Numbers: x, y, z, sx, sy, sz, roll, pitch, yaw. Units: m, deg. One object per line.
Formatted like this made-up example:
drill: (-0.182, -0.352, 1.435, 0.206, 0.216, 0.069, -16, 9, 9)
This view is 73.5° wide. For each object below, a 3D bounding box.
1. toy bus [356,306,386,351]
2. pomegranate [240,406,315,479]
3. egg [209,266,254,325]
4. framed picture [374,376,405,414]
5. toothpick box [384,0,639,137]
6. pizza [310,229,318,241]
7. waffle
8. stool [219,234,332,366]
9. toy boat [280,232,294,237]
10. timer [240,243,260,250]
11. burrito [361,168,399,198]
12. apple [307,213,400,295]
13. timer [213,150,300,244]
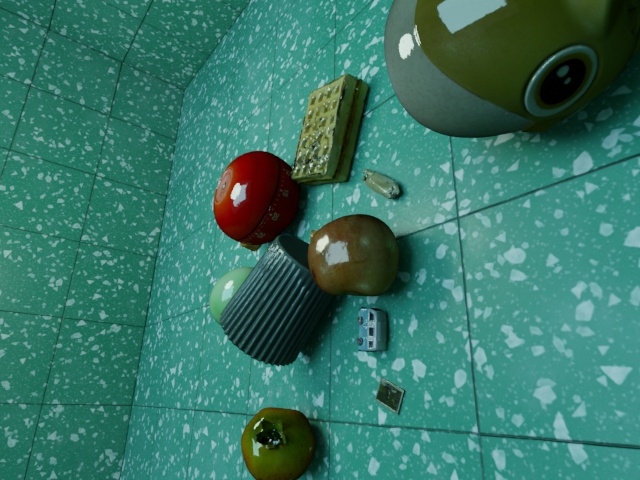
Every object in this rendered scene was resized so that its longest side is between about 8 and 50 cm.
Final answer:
toy bus: (0.146, 0.245, 1.185, 0.075, 0.060, 0.122, -14, 67, 46)
pomegranate: (-0.129, 0.596, 1.257, 0.221, 0.256, 0.220, -5, 51, 7)
egg: (-0.316, 0.224, 1.684, 0.269, 0.221, 0.220, -57, 38, 20)
framed picture: (0.180, 0.404, 1.119, 0.089, 0.007, 0.066, 14, 88, 55)
toothpick box: (0.377, -0.409, 0.842, 0.426, 0.409, 0.408, -4, 74, 48)
pizza: (-0.007, 0.011, 1.522, 0.100, 0.029, 0.099, 2, 86, 56)
waffle: (0.023, -0.390, 1.566, 0.261, 0.114, 0.375, 6, 81, 54)
stool: (-0.117, 0.183, 1.385, 0.330, 0.297, 0.297, -57, 38, 16)
toy boat: (-0.123, 0.055, 1.606, 0.102, 0.088, 0.215, -61, 38, 23)
timer: (-0.345, -0.032, 1.887, 0.132, 0.152, 0.131, -26, 56, 47)
burrito: (0.183, -0.174, 1.318, 0.188, 0.045, 0.058, 42, 118, 50)
apple: (0.092, 0.053, 1.180, 0.254, 0.254, 0.253, -26, 57, 47)
timer: (-0.263, -0.171, 1.710, 0.378, 0.279, 0.377, -32, 47, 42)
